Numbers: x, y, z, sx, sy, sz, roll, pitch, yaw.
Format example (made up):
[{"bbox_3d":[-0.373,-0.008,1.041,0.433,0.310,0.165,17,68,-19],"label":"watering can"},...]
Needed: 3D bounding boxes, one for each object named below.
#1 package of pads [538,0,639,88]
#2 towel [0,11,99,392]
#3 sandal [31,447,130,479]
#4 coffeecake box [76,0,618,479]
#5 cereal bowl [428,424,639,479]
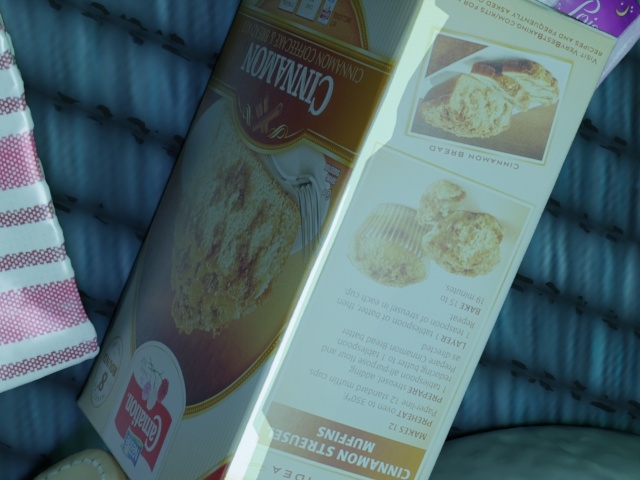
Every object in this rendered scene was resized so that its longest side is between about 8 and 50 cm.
[{"bbox_3d":[0.075,-0.066,0.672,0.083,0.032,0.050,-49,118,-3],"label":"package of pads"},{"bbox_3d":[-0.159,-0.027,0.592,0.144,0.029,0.197,-18,110,-15],"label":"towel"},{"bbox_3d":[-0.168,0.144,0.602,0.240,0.088,0.079,-46,121,1],"label":"sandal"},{"bbox_3d":[0.000,0.000,0.599,0.068,0.142,0.185,20,96,-24],"label":"coffeecake box"},{"bbox_3d":[0.089,0.248,0.704,0.339,0.141,0.339,-5,105,-20],"label":"cereal bowl"}]
